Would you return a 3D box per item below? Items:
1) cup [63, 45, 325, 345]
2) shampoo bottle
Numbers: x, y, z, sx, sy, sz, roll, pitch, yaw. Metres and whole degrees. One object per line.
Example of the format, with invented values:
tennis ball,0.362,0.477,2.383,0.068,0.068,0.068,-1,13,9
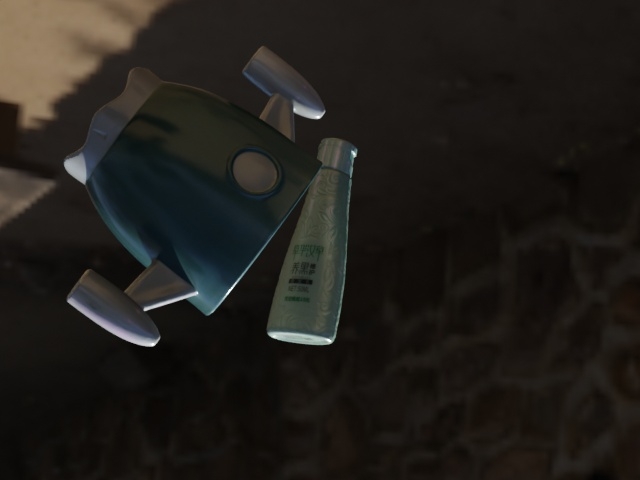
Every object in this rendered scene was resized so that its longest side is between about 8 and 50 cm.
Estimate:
cup,-0.114,-0.051,1.505,0.173,0.300,0.167,36,150,-3
shampoo bottle,0.000,0.000,1.679,0.069,0.191,0.041,2,162,34
